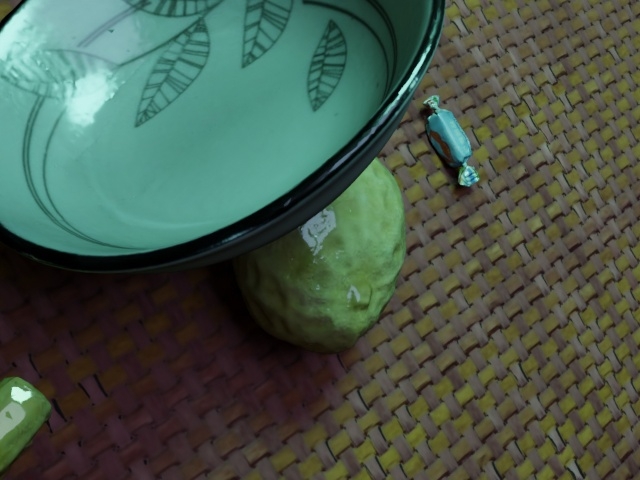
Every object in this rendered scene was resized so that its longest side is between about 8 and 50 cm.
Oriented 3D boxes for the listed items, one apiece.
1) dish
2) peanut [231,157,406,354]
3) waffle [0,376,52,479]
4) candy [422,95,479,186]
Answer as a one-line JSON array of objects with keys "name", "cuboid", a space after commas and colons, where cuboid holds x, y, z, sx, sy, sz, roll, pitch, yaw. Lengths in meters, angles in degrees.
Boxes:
[{"name": "dish", "cuboid": [-0.066, -0.085, 0.666, 0.106, 0.316, 0.316, 65, 39, -48]}, {"name": "peanut", "cuboid": [0.000, 0.000, 0.734, 0.141, 0.109, 0.159, 6, 68, -35]}, {"name": "waffle", "cuboid": [-0.333, 0.086, 0.484, 0.348, 0.077, 0.304, 47, 55, -15]}, {"name": "candy", "cuboid": [0.109, -0.083, 0.898, 0.030, 0.020, 0.083, -26, 88, -40]}]
